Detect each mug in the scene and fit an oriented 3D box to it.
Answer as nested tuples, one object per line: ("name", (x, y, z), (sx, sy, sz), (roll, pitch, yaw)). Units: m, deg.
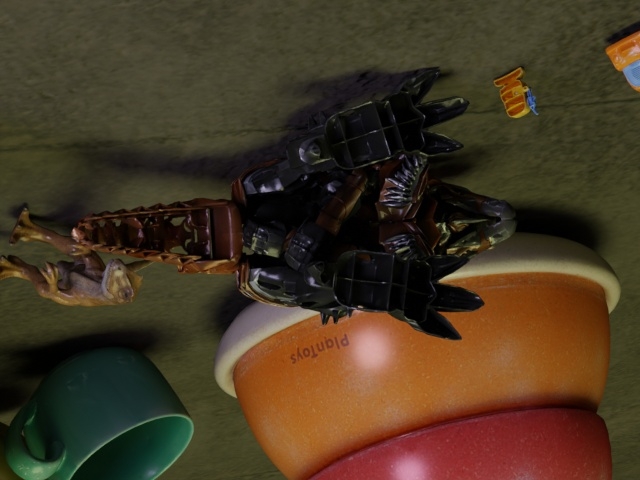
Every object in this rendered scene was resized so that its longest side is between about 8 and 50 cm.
("mug", (-0.190, 0.147, 1.637), (0.129, 0.097, 0.158), (-38, 155, 4))

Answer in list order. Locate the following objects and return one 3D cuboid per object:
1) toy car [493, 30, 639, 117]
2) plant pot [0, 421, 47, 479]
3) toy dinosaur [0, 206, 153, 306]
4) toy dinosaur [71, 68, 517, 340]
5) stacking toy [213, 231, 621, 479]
("toy car", (0.181, -0.100, 1.270), (0.122, 0.040, 0.060), (-20, 160, 21))
("plant pot", (-0.344, 0.232, 1.628), (0.254, 0.254, 0.239), (-12, 146, 0))
("toy dinosaur", (-0.168, 0.026, 1.355), (0.112, 0.064, 0.211), (24, -179, -10))
("toy dinosaur", (0.000, 0.000, 1.305), (0.322, 0.164, 0.218), (-26, -173, -30))
("stacking toy", (0.119, 0.259, 1.589), (0.350, 0.480, 0.350), (-10, 161, -4))
